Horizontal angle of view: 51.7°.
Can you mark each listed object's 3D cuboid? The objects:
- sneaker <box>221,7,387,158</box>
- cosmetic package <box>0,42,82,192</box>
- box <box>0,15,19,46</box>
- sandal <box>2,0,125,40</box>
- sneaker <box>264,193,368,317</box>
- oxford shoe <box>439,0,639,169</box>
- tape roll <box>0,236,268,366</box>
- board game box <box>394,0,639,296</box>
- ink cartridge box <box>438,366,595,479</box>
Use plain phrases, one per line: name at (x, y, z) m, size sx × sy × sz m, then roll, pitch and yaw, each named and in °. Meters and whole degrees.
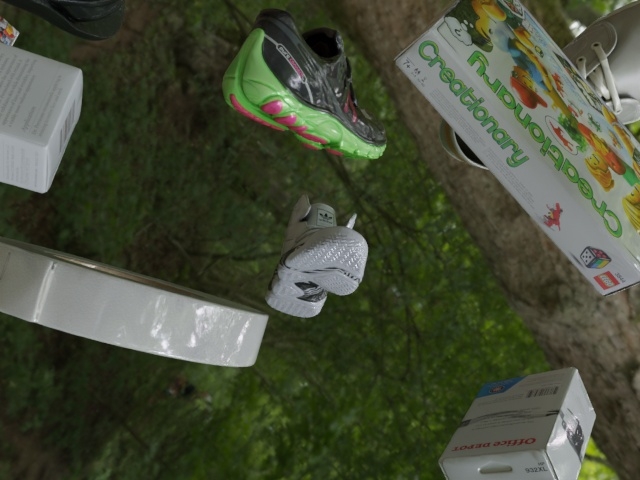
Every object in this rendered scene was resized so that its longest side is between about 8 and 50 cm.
sneaker at (0.014, -0.272, 1.208) m, size 0.483 × 0.185 × 0.202 m, roll 13°, pitch 95°, yaw -66°
cosmetic package at (-0.367, -0.142, 0.648) m, size 0.085 × 0.231 × 0.117 m, roll 123°, pitch -21°, yaw -51°
box at (-0.482, -0.275, 0.850) m, size 0.207 × 0.036 × 0.114 m, roll 61°, pitch 53°, yaw -79°
sandal at (-0.401, -0.428, 1.079) m, size 0.107 × 0.167 × 0.446 m, roll -10°, pitch -170°, yaw 10°
sneaker at (0.000, 0.000, 1.212) m, size 0.366 × 0.137 × 0.210 m, roll 130°, pitch -23°, yaw -63°
oxford shoe at (0.386, -0.222, 0.986) m, size 0.449 × 0.169 × 0.130 m, roll -22°, pitch -166°, yaw 24°
tape roll at (-0.260, 0.075, 0.848) m, size 0.392 × 0.392 × 0.072 m, roll 175°, pitch -68°, yaw -77°
board game box at (0.224, -0.116, 0.663) m, size 0.053 × 0.305 × 0.193 m, roll -35°, pitch -168°, yaw 46°
ink cartridge box at (0.409, 0.402, 1.347) m, size 0.223 × 0.129 × 0.307 m, roll -20°, pitch -173°, yaw 36°
